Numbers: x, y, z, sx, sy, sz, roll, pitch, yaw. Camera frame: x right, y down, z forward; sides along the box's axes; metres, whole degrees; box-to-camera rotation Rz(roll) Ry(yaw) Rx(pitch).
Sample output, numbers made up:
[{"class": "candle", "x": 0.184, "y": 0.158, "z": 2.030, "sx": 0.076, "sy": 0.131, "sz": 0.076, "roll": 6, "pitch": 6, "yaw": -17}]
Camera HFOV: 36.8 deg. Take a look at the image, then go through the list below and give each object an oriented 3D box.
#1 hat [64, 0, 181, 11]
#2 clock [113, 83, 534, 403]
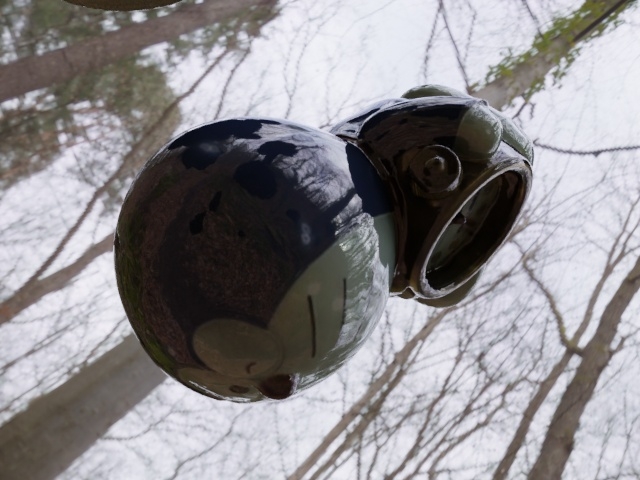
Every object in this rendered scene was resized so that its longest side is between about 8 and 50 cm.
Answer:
[{"class": "hat", "x": -0.146, "y": -0.265, "z": 0.608, "sx": 0.257, "sy": 0.130, "sz": 0.257, "roll": 0, "pitch": -67, "yaw": -1}, {"class": "clock", "x": 0.000, "y": 0.000, "z": 0.542, "sx": 0.146, "sy": 0.243, "sz": 0.200, "roll": 47, "pitch": -45, "yaw": 25}]
